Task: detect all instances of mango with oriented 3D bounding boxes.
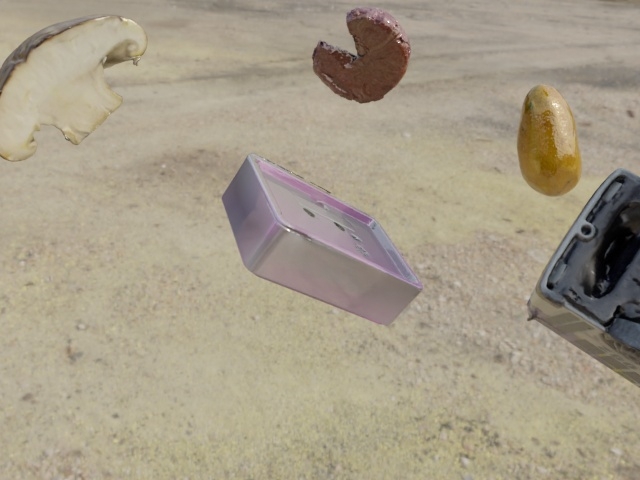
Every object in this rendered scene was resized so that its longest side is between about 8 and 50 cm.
[{"bbox_3d":[0.443,-0.190,1.184,0.147,0.227,0.109,-35,26,-29],"label":"mango"}]

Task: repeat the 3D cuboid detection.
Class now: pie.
[{"bbox_3d":[0.094,-0.408,1.358,0.205,0.218,0.054,28,36,-15],"label":"pie"}]

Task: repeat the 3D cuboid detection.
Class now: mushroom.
[{"bbox_3d":[-0.408,-0.255,0.939,0.286,0.156,0.151,-44,49,-7],"label":"mushroom"}]

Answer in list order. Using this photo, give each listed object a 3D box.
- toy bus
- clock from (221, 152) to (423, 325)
[{"bbox_3d":[0.505,0.118,0.805,0.440,0.209,0.249,34,-6,12],"label":"toy bus"},{"bbox_3d":[0.000,0.000,0.653,0.197,0.063,0.150,25,22,-33],"label":"clock"}]
